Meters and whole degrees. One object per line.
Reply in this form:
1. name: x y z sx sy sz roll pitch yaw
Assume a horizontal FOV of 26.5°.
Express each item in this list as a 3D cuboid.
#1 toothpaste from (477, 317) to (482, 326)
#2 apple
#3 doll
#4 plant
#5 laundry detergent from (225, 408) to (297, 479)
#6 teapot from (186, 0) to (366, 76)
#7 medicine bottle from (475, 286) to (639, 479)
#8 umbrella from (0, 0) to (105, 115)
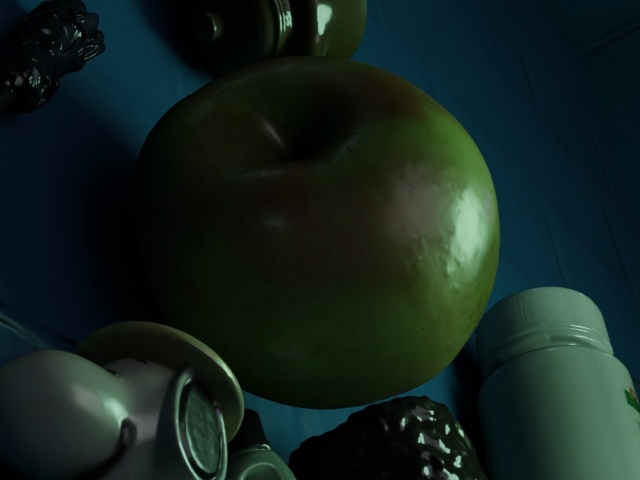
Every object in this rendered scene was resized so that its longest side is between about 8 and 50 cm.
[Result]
1. toothpaste: 0.194 -0.011 2.005 0.074 0.048 0.297 34 38 -52
2. apple: 0.000 0.000 1.206 0.277 0.319 0.319 80 4 -46
3. doll: -0.133 0.191 0.930 0.208 0.144 0.272 0 62 -46
4. plant: 0.077 0.265 1.237 0.204 0.178 0.234 29 34 -57
5. laundry detergent: -0.042 0.248 1.128 0.099 0.070 0.226 18 50 -53
6. teapot: -0.078 -0.260 1.506 0.267 0.186 0.175 37 38 25
7. medicine bottle: 0.311 0.241 1.753 0.208 0.208 0.340 45 28 -39
8. umbrella: -0.243 -0.146 1.126 0.071 0.071 0.248 57 24 -16
